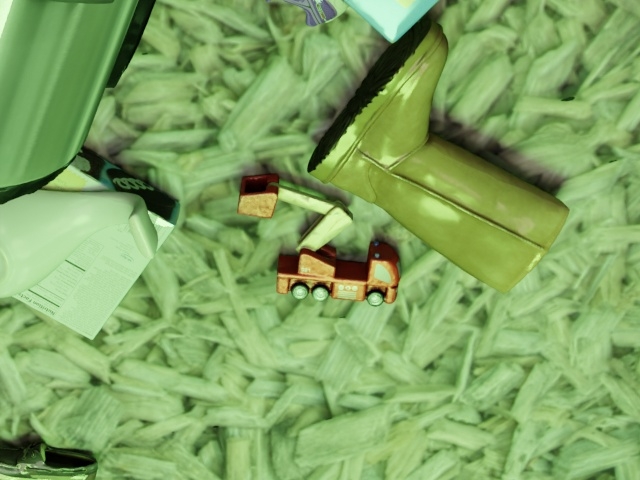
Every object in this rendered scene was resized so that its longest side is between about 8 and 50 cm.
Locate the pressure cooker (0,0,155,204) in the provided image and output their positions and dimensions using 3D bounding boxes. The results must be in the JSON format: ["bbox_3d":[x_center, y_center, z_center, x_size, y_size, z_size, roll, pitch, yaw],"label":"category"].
[{"bbox_3d":[-0.326,-0.281,1.376,0.370,0.375,0.420,25,122,-1],"label":"pressure cooker"}]

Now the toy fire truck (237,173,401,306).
[{"bbox_3d":[0.000,0.000,1.734,0.192,0.047,0.135,5,119,-3],"label":"toy fire truck"}]

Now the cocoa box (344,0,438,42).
[{"bbox_3d":[0.021,-0.399,1.394,0.347,0.228,0.231,39,114,-19],"label":"cocoa box"}]

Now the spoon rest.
[{"bbox_3d":[-0.297,-0.005,1.660,0.276,0.084,0.137,-6,120,21],"label":"spoon rest"}]

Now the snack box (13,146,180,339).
[{"bbox_3d":[-0.341,-0.042,1.709,0.322,0.060,0.187,31,116,-16],"label":"snack box"}]

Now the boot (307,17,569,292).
[{"bbox_3d":[0.154,-0.089,1.661,0.269,0.089,0.236,29,127,-15],"label":"boot"}]

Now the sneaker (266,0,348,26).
[{"bbox_3d":[-0.045,-0.279,1.562,0.071,0.068,0.170,-34,115,26],"label":"sneaker"}]

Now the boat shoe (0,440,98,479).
[{"bbox_3d":[-0.348,0.270,1.901,0.152,0.056,0.049,13,115,-17],"label":"boat shoe"}]
